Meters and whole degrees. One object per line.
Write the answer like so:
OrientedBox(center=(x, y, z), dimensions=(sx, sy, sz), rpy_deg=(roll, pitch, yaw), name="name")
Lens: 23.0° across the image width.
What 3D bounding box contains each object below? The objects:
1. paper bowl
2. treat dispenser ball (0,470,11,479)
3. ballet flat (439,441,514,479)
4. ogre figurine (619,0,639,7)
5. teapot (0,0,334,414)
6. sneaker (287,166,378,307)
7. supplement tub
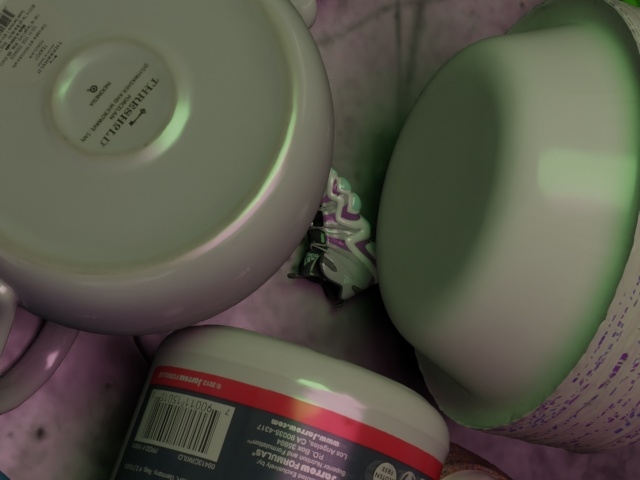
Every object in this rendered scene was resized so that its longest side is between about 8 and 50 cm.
OrientedBox(center=(0.137, -0.016, 0.989), dimensions=(0.148, 0.284, 0.284), rpy_deg=(14, 80, -22), name="paper bowl")
OrientedBox(center=(-0.257, 0.225, 0.778), dimensions=(0.288, 0.288, 0.288), rpy_deg=(2, 85, -26), name="treat dispenser ball")
OrientedBox(center=(0.142, 0.218, 1.073), dimensions=(0.316, 0.106, 0.108), rpy_deg=(30, 74, -21), name="ballet flat")
OrientedBox(center=(0.250, -0.129, 1.160), dimensions=(0.197, 0.097, 0.118), rpy_deg=(31, 85, -9), name="ogre figurine")
OrientedBox(center=(-0.109, -0.045, 0.936), dimensions=(0.256, 0.187, 0.253), rpy_deg=(-12, 71, -1), name="teapot")
OrientedBox(center=(0.000, 0.000, 1.057), dimensions=(0.069, 0.038, 0.098), rpy_deg=(-38, 102, -24), name="sneaker")
OrientedBox(center=(-0.048, 0.204, 0.934), dimensions=(0.191, 0.191, 0.272), rpy_deg=(24, 76, -23), name="supplement tub")
